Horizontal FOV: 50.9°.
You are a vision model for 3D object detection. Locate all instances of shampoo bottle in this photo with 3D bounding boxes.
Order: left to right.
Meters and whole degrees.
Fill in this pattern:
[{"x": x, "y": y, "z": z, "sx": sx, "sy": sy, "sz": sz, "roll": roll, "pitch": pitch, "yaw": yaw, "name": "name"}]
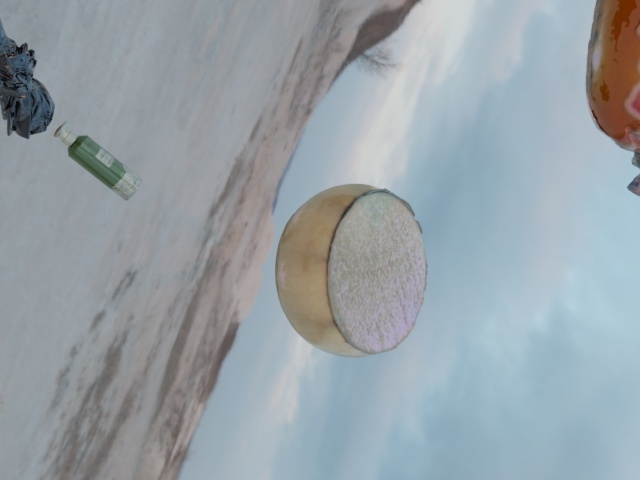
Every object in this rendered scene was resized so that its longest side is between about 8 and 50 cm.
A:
[{"x": -0.482, "y": -0.173, "z": 1.452, "sx": 0.065, "sy": 0.204, "sz": 0.065, "roll": -34, "pitch": -149, "yaw": 24, "name": "shampoo bottle"}]

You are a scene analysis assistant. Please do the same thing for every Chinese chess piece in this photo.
[{"x": 0.055, "y": 0.047, "z": 1.048, "sx": 0.112, "sy": 0.270, "sz": 0.270, "roll": 0, "pitch": -116, "yaw": 43, "name": "Chinese chess piece"}]

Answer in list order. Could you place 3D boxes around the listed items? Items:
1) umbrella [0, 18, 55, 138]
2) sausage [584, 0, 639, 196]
[{"x": -0.604, "y": -0.330, "z": 1.308, "sx": 0.340, "sy": 0.118, "sz": 0.118, "roll": 99, "pitch": 7, "yaw": -60, "name": "umbrella"}, {"x": 0.191, "y": -0.174, "z": 0.323, "sx": 0.093, "sy": 0.092, "sz": 0.312, "roll": -99, "pitch": -163, "yaw": -80, "name": "sausage"}]
